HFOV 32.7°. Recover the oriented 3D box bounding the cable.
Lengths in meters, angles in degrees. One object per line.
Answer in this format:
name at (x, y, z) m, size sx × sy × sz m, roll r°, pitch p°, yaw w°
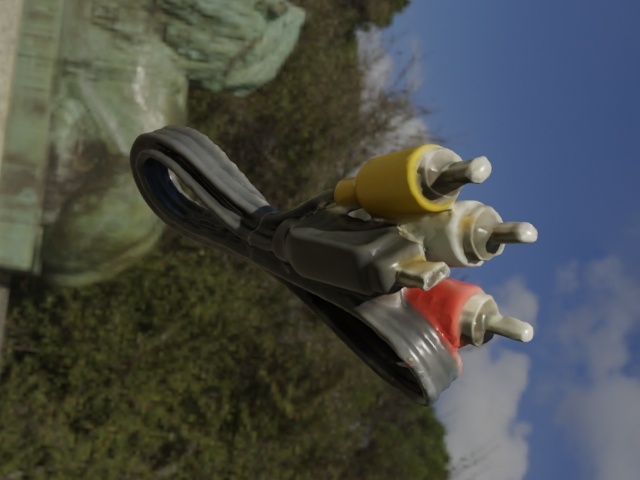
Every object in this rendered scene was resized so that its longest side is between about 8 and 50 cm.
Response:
cable at (0.000, 0.000, 0.618) m, size 0.287 × 0.072 × 0.140 m, roll 19°, pitch -47°, yaw 50°
